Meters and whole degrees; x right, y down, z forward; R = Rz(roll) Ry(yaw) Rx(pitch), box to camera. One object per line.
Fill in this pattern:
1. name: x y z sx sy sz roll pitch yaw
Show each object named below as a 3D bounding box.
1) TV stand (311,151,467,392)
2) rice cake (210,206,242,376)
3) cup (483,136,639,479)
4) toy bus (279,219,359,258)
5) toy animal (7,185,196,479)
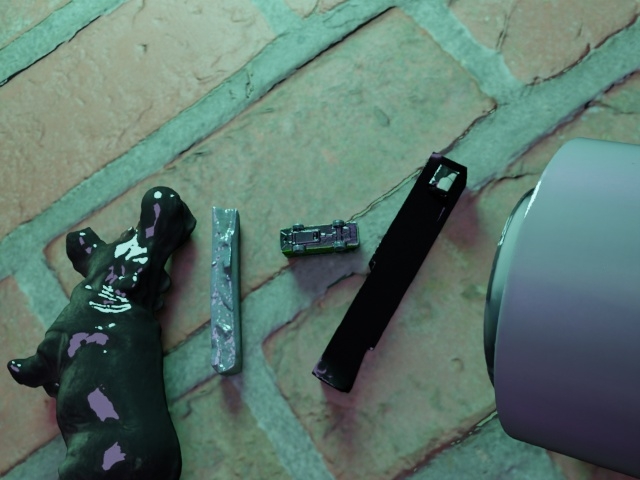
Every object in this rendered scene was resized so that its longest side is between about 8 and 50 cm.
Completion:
1. TV stand: 0.071 0.032 0.732 0.040 0.049 0.256 28 78 17
2. rice cake: -0.100 0.050 0.762 0.030 0.042 0.180 -5 71 6
3. cup: 0.323 0.072 0.518 0.371 0.253 0.253 14 74 33
4. toy bus: 0.000 0.000 0.763 0.083 0.037 0.031 -5 70 8
5. toy animal: -0.218 0.107 0.734 0.168 0.106 0.343 -6 67 10
